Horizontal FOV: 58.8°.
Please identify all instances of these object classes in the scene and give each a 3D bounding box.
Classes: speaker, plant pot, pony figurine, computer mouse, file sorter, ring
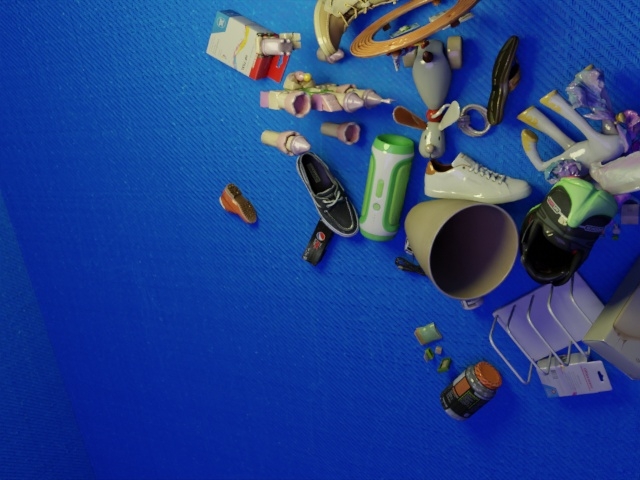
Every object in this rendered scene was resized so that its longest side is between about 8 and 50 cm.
[{"bbox_3d":[0.190,-0.151,1.650,0.131,0.131,0.296,18,119,19],"label":"speaker"},{"bbox_3d":[0.342,-0.012,1.529,0.256,0.274,0.256,-6,111,-16],"label":"plant pot"},{"bbox_3d":[0.664,-0.214,1.324,0.363,0.303,0.351,56,144,2],"label":"pony figurine"},{"bbox_3d":[0.293,0.012,1.721,0.106,0.042,0.193,14,117,8],"label":"computer mouse"},{"bbox_3d":[0.637,0.248,1.578,0.277,0.173,0.193,-39,91,34],"label":"file sorter"},{"bbox_3d":[0.228,-0.519,1.353,0.336,0.336,0.032,-13,124,31],"label":"ring"}]

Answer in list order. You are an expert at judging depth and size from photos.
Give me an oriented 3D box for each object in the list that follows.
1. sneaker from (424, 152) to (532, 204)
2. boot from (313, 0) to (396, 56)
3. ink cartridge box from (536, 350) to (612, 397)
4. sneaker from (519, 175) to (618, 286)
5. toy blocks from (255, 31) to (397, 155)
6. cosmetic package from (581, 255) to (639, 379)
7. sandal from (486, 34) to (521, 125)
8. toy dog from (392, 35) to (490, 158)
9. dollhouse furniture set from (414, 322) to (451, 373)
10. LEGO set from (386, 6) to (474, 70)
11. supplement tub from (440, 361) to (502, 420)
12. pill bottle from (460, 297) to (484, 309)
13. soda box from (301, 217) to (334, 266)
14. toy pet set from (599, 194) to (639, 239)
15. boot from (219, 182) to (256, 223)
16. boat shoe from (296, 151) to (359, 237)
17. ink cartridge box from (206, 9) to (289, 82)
[{"bbox_3d":[0.420,-0.171,1.537,0.290,0.106,0.123,7,117,26],"label":"sneaker"},{"bbox_3d":[0.097,-0.599,1.452,0.203,0.262,0.095,-3,153,25],"label":"boot"},{"bbox_3d":[0.739,0.389,1.655,0.181,0.061,0.104,-18,104,32],"label":"ink cartridge box"},{"bbox_3d":[0.553,0.013,1.389,0.185,0.483,0.202,36,80,22],"label":"sneaker"},{"bbox_3d":[0.013,-0.389,1.506,0.260,0.288,0.309,23,121,46],"label":"toy blocks"},{"bbox_3d":[0.807,0.171,1.387,0.160,0.113,0.309,37,80,5],"label":"cosmetic package"},{"bbox_3d":[0.470,-0.398,1.427,0.060,0.090,0.219,3,106,-5],"label":"sandal"},{"bbox_3d":[0.291,-0.376,1.469,0.220,0.161,0.334,-18,103,27],"label":"toy dog"},{"bbox_3d":[0.362,0.348,1.828,0.076,0.058,0.152,-28,98,33],"label":"dollhouse furniture set"},{"bbox_3d":[0.245,-0.496,1.396,0.244,0.182,0.060,-21,117,9],"label":"LEGO set"},{"bbox_3d":[0.476,0.474,1.793,0.117,0.117,0.190,39,124,6],"label":"supplement tub"},{"bbox_3d":[0.436,0.140,1.693,0.067,0.067,0.120,-18,103,32],"label":"pill bottle"},{"bbox_3d":[0.000,0.000,1.857,0.060,0.053,0.169,31,123,10],"label":"soda box"},{"bbox_3d":[0.780,-0.058,1.451,0.122,0.065,0.114,2,148,29],"label":"toy pet set"},{"bbox_3d":[-0.285,-0.111,1.953,0.158,0.059,0.084,53,127,7],"label":"boot"},{"bbox_3d":[0.026,-0.140,1.736,0.108,0.102,0.301,-30,94,-2],"label":"boat shoe"},{"bbox_3d":[-0.212,-0.573,1.693,0.231,0.078,0.134,31,122,11],"label":"ink cartridge box"}]
